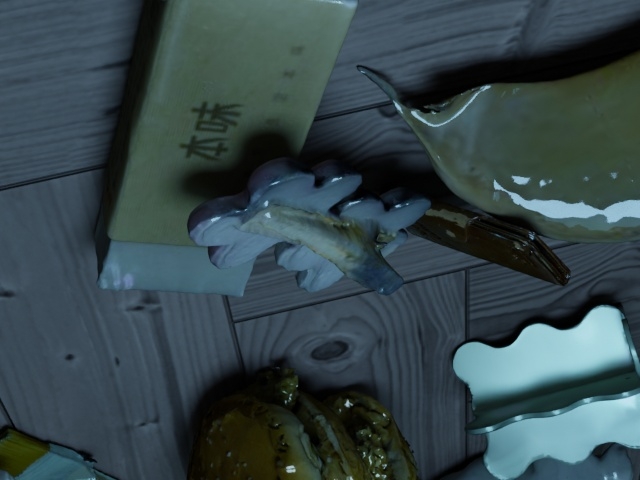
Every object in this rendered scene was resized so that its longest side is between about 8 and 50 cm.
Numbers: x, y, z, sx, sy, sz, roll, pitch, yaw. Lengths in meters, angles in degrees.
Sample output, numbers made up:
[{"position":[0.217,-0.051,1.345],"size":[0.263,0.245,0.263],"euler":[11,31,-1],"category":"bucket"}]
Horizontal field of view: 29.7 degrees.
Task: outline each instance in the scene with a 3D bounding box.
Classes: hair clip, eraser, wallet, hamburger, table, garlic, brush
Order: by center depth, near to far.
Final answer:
[{"position":[-0.089,-0.091,0.977],"size":[0.144,0.078,0.343],"euler":[3,135,-20],"category":"eraser"},{"position":[-0.003,-0.007,1.007],"size":[0.146,0.075,0.257],"euler":[-32,148,26],"category":"hair clip"},{"position":[0.216,-0.098,1.055],"size":[0.338,0.151,0.196],"euler":[-9,117,7],"category":"garlic"},{"position":[0.134,-0.005,1.089],"size":[0.026,0.176,0.095],"euler":[-59,139,-10],"category":"wallet"},{"position":[-0.026,0.263,1.287],"size":[0.211,0.261,0.245],"euler":[2,-178,-41],"category":"hamburger"},{"position":[0.257,0.170,1.327],"size":[0.198,0.166,0.166],"euler":[-17,139,12],"category":"table"},{"position":[-0.249,0.284,1.380],"size":[0.085,0.020,0.336],"euler":[-36,136,20],"category":"brush"}]

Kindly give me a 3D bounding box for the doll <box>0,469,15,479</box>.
[{"position":[-0.337,0.317,1.332],"size":[0.183,0.085,0.217],"euler":[-12,134,26],"category":"doll"}]

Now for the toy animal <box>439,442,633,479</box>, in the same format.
[{"position":[0.220,0.334,1.490],"size":[0.325,0.154,0.208],"euler":[-11,132,0],"category":"toy animal"}]
